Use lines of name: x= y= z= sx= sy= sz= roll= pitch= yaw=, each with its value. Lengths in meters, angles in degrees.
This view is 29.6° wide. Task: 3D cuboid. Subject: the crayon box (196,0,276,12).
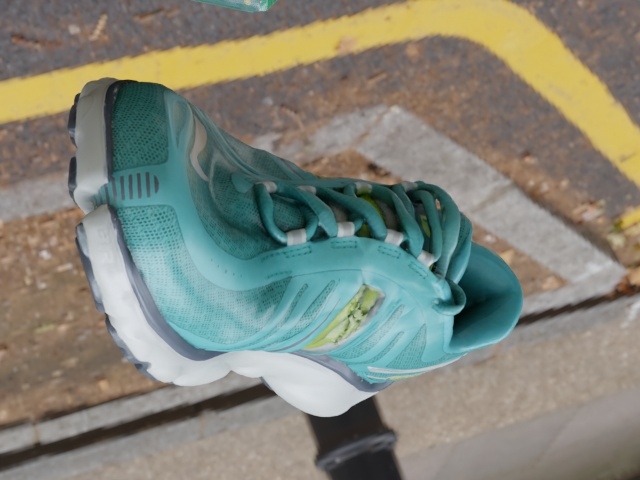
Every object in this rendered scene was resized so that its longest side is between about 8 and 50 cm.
crayon box: x=-0.145 y=-0.252 z=0.734 sx=0.278 sy=0.081 sz=0.165 roll=14 pitch=128 yaw=16

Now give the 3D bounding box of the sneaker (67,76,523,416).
sneaker: x=0.000 y=0.000 z=0.465 sx=0.110 sy=0.107 sz=0.275 roll=-15 pitch=162 yaw=22
